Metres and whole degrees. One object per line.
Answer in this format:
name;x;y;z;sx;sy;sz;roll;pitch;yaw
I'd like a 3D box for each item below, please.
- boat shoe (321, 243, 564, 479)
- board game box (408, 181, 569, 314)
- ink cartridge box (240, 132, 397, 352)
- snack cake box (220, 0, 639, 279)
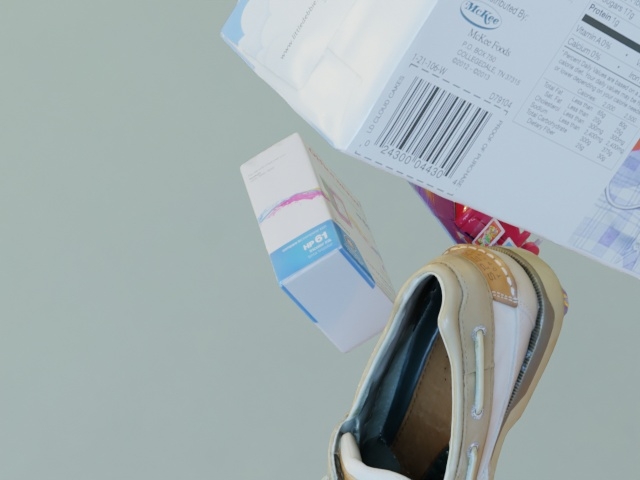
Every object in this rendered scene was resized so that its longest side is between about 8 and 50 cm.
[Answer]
boat shoe;0.050;0.144;1.186;0.103;0.113;0.302;3;-75;-50
board game box;0.125;-0.018;1.362;0.033;0.169;0.133;-46;-30;20
ink cartridge box;0.000;0.000;1.290;0.052;0.088;0.122;-33;43;10
snack cake box;0.117;-0.072;0.668;0.152;0.264;0.089;-58;41;12
